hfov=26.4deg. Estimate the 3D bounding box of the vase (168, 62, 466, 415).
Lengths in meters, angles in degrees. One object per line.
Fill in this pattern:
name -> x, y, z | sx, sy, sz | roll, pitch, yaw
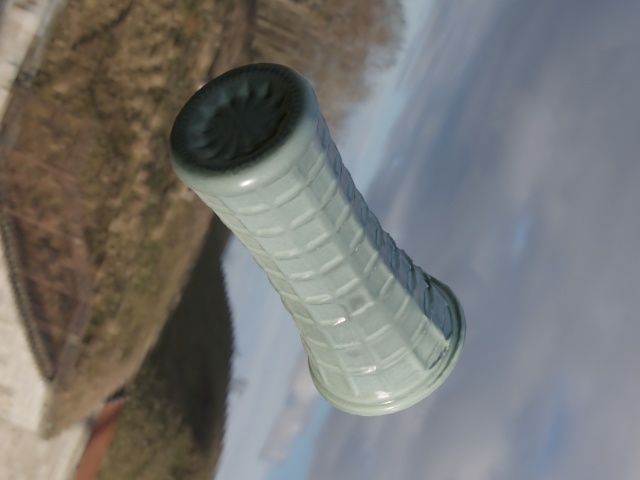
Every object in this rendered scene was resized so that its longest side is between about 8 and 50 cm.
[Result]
vase -> 0.000, 0.000, 1.039 | 0.299, 0.143, 0.143 | 57, 46, -47
